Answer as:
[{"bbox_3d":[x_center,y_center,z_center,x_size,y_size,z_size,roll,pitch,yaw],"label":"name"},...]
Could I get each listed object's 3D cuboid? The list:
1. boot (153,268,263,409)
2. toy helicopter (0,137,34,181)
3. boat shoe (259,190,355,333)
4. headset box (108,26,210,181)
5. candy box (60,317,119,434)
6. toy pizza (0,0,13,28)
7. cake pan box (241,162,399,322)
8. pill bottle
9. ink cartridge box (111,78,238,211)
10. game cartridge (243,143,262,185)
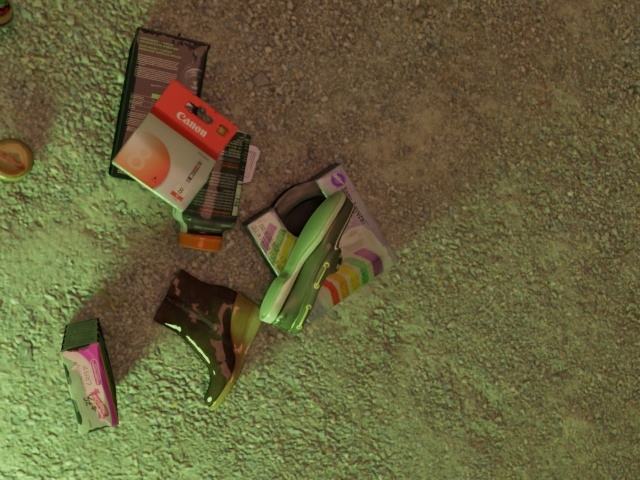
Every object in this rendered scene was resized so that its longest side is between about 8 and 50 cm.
[{"bbox_3d":[-0.249,0.205,1.579,0.207,0.090,0.248,24,90,-5],"label":"boot"},{"bbox_3d":[-0.712,-0.168,1.390,0.355,0.140,0.234,-1,87,-27],"label":"toy helicopter"},{"bbox_3d":[-0.011,0.045,1.537,0.091,0.109,0.304,30,93,-17],"label":"boat shoe"},{"bbox_3d":[-0.305,-0.245,1.417,0.131,0.246,0.282,9,92,-17],"label":"headset box"},{"bbox_3d":[-0.433,0.247,1.437,0.071,0.233,0.159,-13,100,-14],"label":"candy box"},{"bbox_3d":[-0.628,-0.454,1.337,0.032,0.201,0.201,-39,107,25],"label":"toy pizza"},{"bbox_3d":[0.000,0.000,1.624,0.246,0.070,0.266,-33,103,-13],"label":"cake pan box"},{"bbox_3d":[-0.221,-0.103,1.515,0.131,0.130,0.245,10,93,-17],"label":"pill bottle"},{"bbox_3d":[-0.241,-0.160,1.293,0.145,0.045,0.179,37,87,-18],"label":"ink cartridge box"},{"bbox_3d":[-0.159,-0.162,1.587,0.056,0.017,0.083,19,90,-20],"label":"game cartridge"}]
